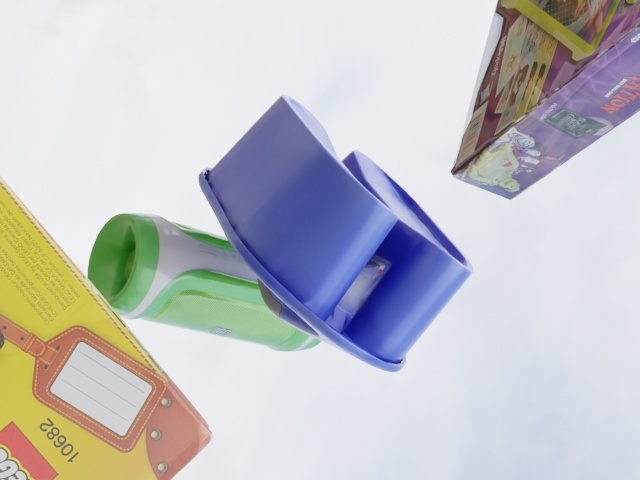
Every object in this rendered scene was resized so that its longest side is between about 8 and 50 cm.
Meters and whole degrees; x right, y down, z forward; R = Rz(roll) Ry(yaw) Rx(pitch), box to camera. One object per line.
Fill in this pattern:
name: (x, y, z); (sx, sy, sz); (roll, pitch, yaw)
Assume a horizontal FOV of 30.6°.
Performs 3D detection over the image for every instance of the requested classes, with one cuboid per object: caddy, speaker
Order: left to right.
speaker: (-0.122, 0.054, 1.394); (0.131, 0.297, 0.131); (-20, -118, 45)
caddy: (0.000, 0.000, 1.227); (0.179, 0.241, 0.341); (-50, -149, 10)

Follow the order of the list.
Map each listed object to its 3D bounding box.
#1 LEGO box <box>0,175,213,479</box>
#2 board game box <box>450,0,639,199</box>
LEGO box: (-0.370, 0.044, 0.989); (0.193, 0.500, 0.372); (-42, -171, -26)
board game box: (0.172, -0.212, 0.662); (0.208, 0.056, 0.346); (129, -20, -67)
